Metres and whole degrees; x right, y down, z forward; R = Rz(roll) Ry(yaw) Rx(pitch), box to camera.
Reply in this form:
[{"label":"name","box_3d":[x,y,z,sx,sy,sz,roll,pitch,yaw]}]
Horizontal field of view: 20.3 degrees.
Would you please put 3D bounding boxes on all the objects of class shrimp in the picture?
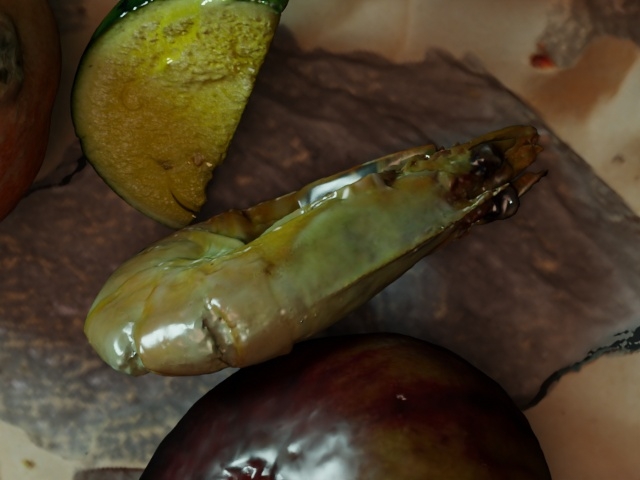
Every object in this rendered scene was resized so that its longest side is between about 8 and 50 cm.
[{"label":"shrimp","box_3d":[0.000,-0.001,0.951,0.267,0.145,0.061,-27,112,-8]}]

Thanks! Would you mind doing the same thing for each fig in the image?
[{"label":"fig","box_3d":[0.014,0.164,0.935,0.235,0.214,0.235,1,91,38]}]

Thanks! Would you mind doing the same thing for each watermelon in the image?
[{"label":"watermelon","box_3d":[-0.078,-0.096,0.960,0.092,0.075,0.181,21,135,-3]}]

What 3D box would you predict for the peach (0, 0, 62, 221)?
[{"label":"peach","box_3d":[-0.235,-0.086,0.940,0.232,0.232,0.232,2,98,12]}]
